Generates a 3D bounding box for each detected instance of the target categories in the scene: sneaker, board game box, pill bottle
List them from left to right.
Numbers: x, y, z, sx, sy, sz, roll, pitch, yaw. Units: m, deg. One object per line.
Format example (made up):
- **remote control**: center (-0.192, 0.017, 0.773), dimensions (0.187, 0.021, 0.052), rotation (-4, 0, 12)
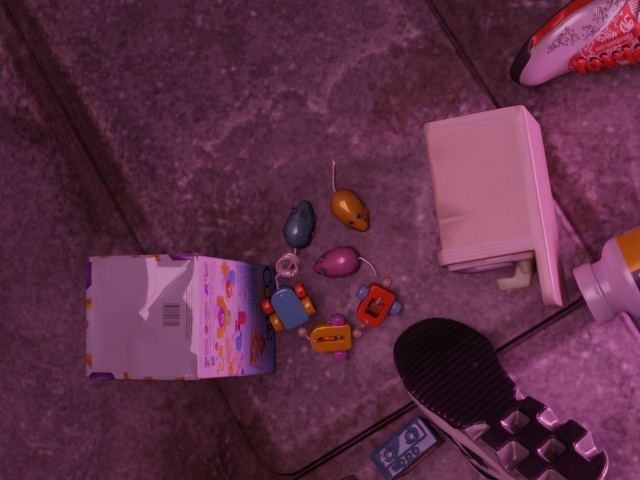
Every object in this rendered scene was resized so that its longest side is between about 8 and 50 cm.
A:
- **board game box**: center (-0.163, 0.095, 1.709), dimensions (0.142, 0.275, 0.144), rotation (-1, 85, 16)
- **sneaker**: center (0.205, 0.228, 1.678), dimensions (0.122, 0.146, 0.330), rotation (-33, 51, -15)
- **sneaker**: center (0.368, -0.237, 1.678), dimensions (0.270, 0.090, 0.145), rotation (-38, 74, 8)
- **pill bottle**: center (0.395, 0.028, 1.642), dimensions (0.184, 0.103, 0.103), rotation (-26, 79, 13)

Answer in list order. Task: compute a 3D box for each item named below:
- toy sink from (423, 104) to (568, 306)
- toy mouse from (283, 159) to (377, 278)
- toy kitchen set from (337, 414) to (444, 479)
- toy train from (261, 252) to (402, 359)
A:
- **toy sink**: center (0.207, -0.026, 1.677), dimensions (0.131, 0.153, 0.234), rotation (-10, 84, 15)
- **toy mouse**: center (0.000, 0.000, 1.797), dimensions (0.143, 0.031, 0.161), rotation (-36, 77, 11)
- **toy kitchen set**: center (0.119, 0.341, 1.688), dimensions (0.166, 0.122, 0.207), rotation (-41, 76, 10)
- **toy train**: center (0.011, 0.078, 1.768), dimensions (0.166, 0.046, 0.125), rotation (22, 105, -7)
